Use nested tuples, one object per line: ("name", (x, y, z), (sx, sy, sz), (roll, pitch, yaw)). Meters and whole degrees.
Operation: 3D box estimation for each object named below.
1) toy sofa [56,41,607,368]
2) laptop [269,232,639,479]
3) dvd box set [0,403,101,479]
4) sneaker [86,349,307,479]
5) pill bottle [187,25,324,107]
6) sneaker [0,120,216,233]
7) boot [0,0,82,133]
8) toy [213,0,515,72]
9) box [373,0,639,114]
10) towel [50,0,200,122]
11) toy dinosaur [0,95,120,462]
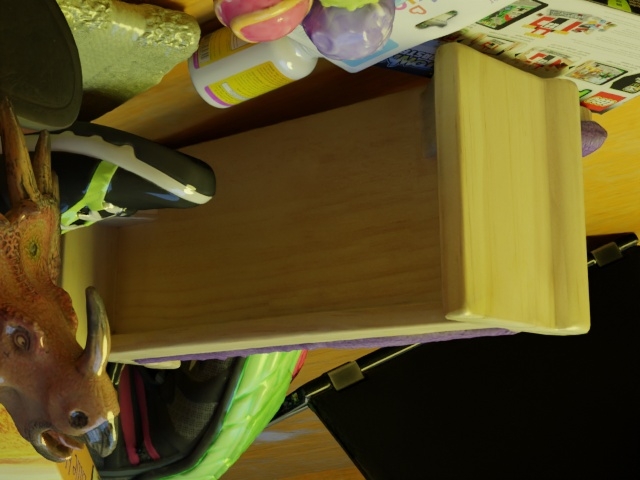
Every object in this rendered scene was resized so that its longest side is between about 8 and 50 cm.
("toy sofa", (0.000, 0.000, 0.797), (0.362, 0.150, 0.177), (-9, 166, 40))
("laptop", (0.177, 0.175, 1.158), (0.382, 0.236, 0.408), (-22, 171, -22))
("dvd box set", (-0.344, 0.144, 0.932), (0.307, 0.062, 0.420), (2, 149, 0))
("sneaker", (-0.155, 0.123, 1.149), (0.202, 0.185, 0.483), (38, 132, -7))
("pill bottle", (-0.031, -0.106, 0.686), (0.083, 0.043, 0.043), (-16, 160, 35))
("sneaker", (-0.172, -0.021, 0.748), (0.234, 0.097, 0.084), (7, 177, 21))
("boot", (-0.292, -0.084, 0.591), (0.280, 0.096, 0.264), (-16, 161, 36))
("toy", (-0.015, -0.124, 0.542), (0.137, 0.056, 0.237), (-18, 149, 40))
("box", (0.125, -0.121, 0.693), (0.207, 0.036, 0.114), (6, 160, -34))
("towel", (-0.147, -0.103, 0.692), (0.110, 0.027, 0.148), (9, 160, -38))
("toy dinosaur", (-0.221, -0.016, 0.514), (0.295, 0.127, 0.200), (35, 140, -28))
